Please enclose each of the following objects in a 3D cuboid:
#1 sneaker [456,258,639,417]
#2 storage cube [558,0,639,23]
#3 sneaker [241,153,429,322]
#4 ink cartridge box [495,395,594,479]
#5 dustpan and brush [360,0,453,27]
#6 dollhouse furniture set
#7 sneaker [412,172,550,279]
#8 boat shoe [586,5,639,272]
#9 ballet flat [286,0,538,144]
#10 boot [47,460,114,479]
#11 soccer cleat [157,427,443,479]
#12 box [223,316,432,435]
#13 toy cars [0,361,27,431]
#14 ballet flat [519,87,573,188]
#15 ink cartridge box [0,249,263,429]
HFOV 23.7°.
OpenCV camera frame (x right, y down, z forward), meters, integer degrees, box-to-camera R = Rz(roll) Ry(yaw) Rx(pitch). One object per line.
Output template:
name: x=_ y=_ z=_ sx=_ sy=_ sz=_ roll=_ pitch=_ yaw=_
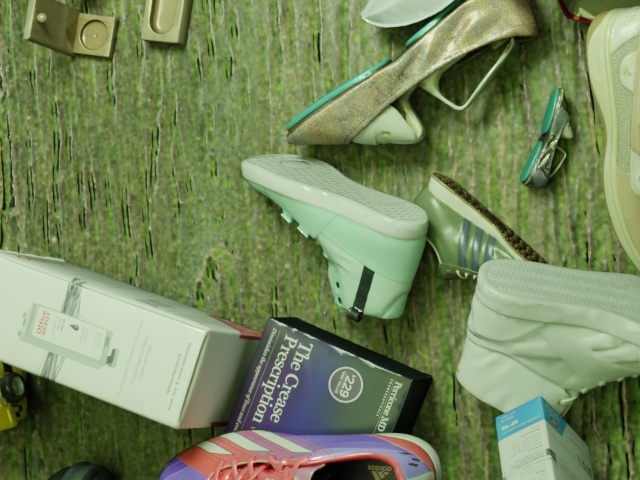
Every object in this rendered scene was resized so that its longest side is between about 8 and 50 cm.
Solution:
sneaker: x=0.292 y=0.126 z=1.628 sx=0.292 sy=0.108 sz=0.169 roll=12 pitch=122 yaw=-1
storage cube: x=0.351 y=-0.328 z=1.572 sx=0.183 sy=0.215 sz=0.193 roll=14 pitch=85 yaw=19
sneaker: x=0.000 y=0.000 z=1.726 sx=0.256 sy=0.094 sz=0.151 roll=27 pitch=119 yaw=34
ink cartridge box: x=0.235 y=0.261 z=1.552 sx=0.060 sy=0.104 sz=0.180 roll=-29 pitch=35 yaw=22
dustpan and brush: x=0.145 y=-0.293 z=1.658 sx=0.060 sy=0.211 sz=0.147 roll=36 pitch=75 yaw=-22
dollhouse furniture set: x=-0.245 y=-0.290 z=1.803 sx=0.151 sy=0.123 sz=0.144 roll=9 pitch=90 yaw=18
sneaker: x=0.172 y=0.016 z=1.687 sx=0.192 sy=0.064 sz=0.086 roll=43 pitch=107 yaw=16
boat shoe: x=0.354 y=-0.093 z=1.564 sx=0.098 sy=0.109 sz=0.302 roll=2 pitch=110 yaw=48
ballet flat: x=0.107 y=-0.172 z=1.697 sx=0.316 sy=0.107 sz=0.106 roll=-36 pitch=88 yaw=14
boot: x=-0.479 y=0.415 z=1.841 sx=0.445 sy=0.146 sz=0.367 roll=8 pitch=87 yaw=23
soccer cleat: x=-0.036 y=0.253 z=1.603 sx=0.318 sy=0.116 sz=0.108 roll=-5 pitch=86 yaw=17
box: x=-0.012 y=0.239 z=1.712 sx=0.184 sy=0.103 sz=0.261 roll=22 pitch=94 yaw=15
toy cars: x=-0.477 y=0.081 z=1.880 sx=0.393 sy=0.087 sz=0.176 roll=36 pitch=110 yaw=21
ballet flat: x=0.256 y=-0.110 z=1.681 sx=0.041 sy=0.041 sz=0.114 roll=21 pitch=94 yaw=18
ink cartridge box: x=-0.228 y=0.112 z=1.731 sx=0.283 sy=0.207 sz=0.117 roll=18 pitch=91 yaw=19
